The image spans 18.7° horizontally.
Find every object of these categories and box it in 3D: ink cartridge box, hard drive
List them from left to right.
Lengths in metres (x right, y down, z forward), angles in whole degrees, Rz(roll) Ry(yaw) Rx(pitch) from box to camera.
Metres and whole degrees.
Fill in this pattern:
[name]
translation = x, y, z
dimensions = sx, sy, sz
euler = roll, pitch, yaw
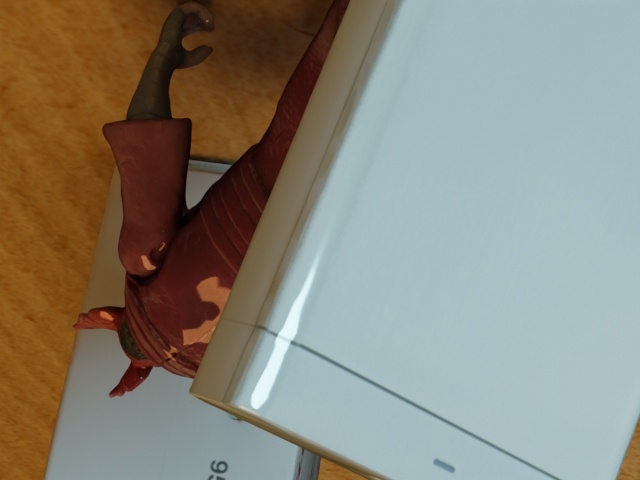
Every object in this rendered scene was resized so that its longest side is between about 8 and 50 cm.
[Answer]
[ink cartridge box]
translation = -0.085, 0.151, 1.447
dimensions = 0.166, 0.285, 0.395
euler = 8, 155, 3
[hard drive]
translation = 0.100, -0.052, 0.876
dimensions = 0.233, 0.353, 0.047
euler = 30, 167, -38

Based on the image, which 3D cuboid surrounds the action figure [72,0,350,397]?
[action figure]
translation = 0.000, 0.000, 1.097
dimensions = 0.248, 0.276, 0.370
euler = 39, 118, -23
